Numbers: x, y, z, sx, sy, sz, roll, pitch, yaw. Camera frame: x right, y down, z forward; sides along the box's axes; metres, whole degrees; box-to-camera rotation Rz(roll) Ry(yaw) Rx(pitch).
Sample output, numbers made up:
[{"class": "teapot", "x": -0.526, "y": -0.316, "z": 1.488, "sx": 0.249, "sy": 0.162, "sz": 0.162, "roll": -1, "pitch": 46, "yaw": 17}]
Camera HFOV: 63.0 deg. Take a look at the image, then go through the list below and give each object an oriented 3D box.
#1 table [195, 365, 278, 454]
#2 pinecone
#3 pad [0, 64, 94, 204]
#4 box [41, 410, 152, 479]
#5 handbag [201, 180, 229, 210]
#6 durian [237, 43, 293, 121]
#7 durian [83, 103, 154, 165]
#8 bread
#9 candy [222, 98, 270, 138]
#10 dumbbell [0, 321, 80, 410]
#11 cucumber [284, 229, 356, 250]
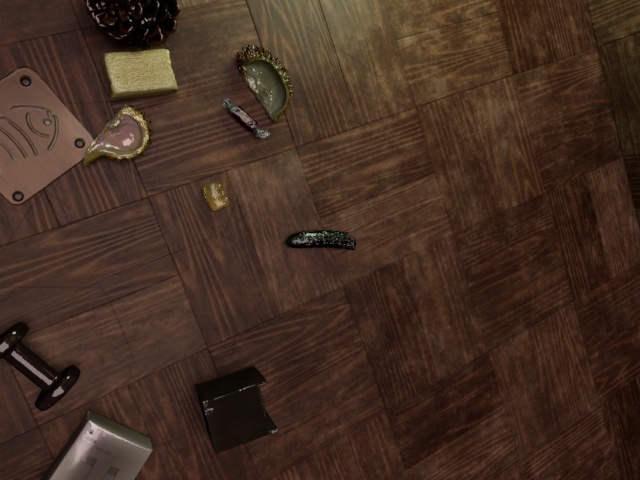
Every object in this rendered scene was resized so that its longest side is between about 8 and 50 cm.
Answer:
[{"class": "table", "x": -0.257, "y": 0.505, "z": 1.586, "sx": 0.193, "sy": 0.172, "sz": 0.168, "roll": -15, "pitch": 98, "yaw": -19}, {"class": "pinecone", "x": -0.499, "y": -0.630, "z": 1.383, "sx": 0.247, "sy": 0.292, "sz": 0.246, "roll": -1, "pitch": 112, "yaw": -2}, {"class": "pad", "x": -0.806, "y": -0.284, "z": 1.407, "sx": 0.284, "sy": 0.018, "sz": 0.286, "roll": -43, "pitch": 108, "yaw": -17}, {"class": "box", "x": -0.632, "y": 0.641, "z": 1.465, "sx": 0.203, "sy": 0.106, "sz": 0.251, "roll": 36, "pitch": 76, "yaw": -19}, {"class": "handbag", "x": -0.324, "y": -0.138, "z": 1.615, "sx": 0.061, "sy": 0.027, "sz": 0.083, "roll": -26, "pitch": 101, "yaw": -21}, {"class": "durian", "x": -0.163, "y": -0.506, "z": 1.639, "sx": 0.139, "sy": 0.144, "sz": 0.252, "roll": -37, "pitch": 112, "yaw": 4}, {"class": "durian", "x": -0.578, "y": -0.283, "z": 1.479, "sx": 0.224, "sy": 0.078, "sz": 0.140, "roll": -37, "pitch": 118, "yaw": -8}, {"class": "bread", "x": -0.518, "y": -0.478, "z": 1.498, "sx": 0.189, "sy": 0.068, "sz": 0.125, "roll": -14, "pitch": 97, "yaw": -22}, {"class": "candy", "x": -0.235, "y": -0.381, "z": 1.640, "sx": 0.175, "sy": 0.043, "sz": 0.045, "roll": 41, "pitch": 77, "yaw": -16}, {"class": "dumbbell", "x": -0.762, "y": 0.332, "z": 1.377, "sx": 0.124, "sy": 0.140, "sz": 0.225, "roll": -43, "pitch": 107, "yaw": -6}, {"class": "cucumber", "x": 0.001, "y": -0.003, "z": 1.743, "sx": 0.246, "sy": 0.067, "sz": 0.067, "roll": 3, "pitch": 90, "yaw": -23}]
